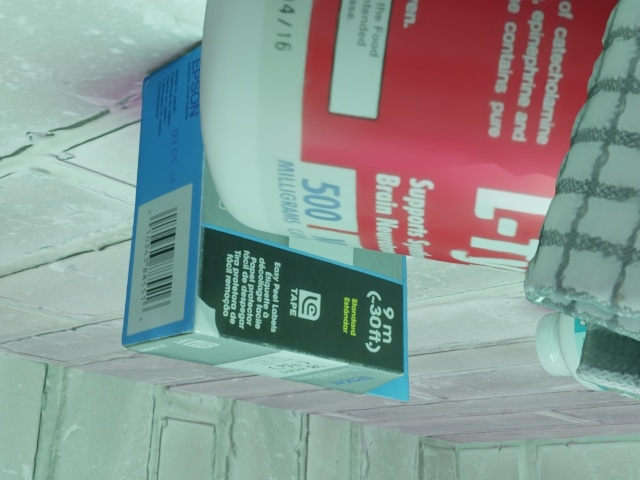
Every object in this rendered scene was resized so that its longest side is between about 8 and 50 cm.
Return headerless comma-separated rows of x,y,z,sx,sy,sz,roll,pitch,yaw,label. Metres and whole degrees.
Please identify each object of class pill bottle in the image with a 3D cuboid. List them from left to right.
0.162,-0.088,0.532,0.407,0.229,0.229,9,164,10,pill bottle
0.428,0.127,1.390,0.146,0.146,0.264,19,156,-41,pill bottle

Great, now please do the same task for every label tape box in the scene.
0.000,0.000,0.904,0.333,0.241,0.106,17,156,-40,label tape box

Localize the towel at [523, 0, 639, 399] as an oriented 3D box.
0.228,-0.032,0.303,0.283,0.235,0.121,15,171,27,towel
